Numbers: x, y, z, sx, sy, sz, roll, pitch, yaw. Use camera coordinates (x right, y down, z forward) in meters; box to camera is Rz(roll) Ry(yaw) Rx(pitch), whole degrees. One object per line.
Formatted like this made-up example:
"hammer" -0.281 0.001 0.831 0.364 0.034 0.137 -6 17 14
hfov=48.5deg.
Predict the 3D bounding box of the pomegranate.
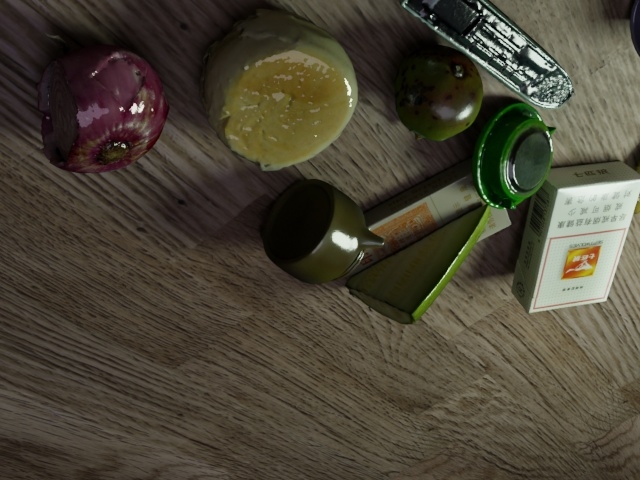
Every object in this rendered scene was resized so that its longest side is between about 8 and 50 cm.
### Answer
"pomegranate" 0.196 -0.244 1.231 0.159 0.159 0.205 -9 160 -10

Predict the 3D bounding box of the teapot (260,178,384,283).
"teapot" 0.000 0.000 1.372 0.267 0.186 0.175 -4 151 42

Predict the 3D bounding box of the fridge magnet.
"fridge magnet" 0.372 -0.160 1.367 0.208 0.088 0.208 -13 112 -34

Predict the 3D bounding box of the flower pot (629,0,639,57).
"flower pot" 0.714 -0.389 1.197 0.243 0.265 0.265 -17 137 -18

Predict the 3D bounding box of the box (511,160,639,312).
"box" 0.562 -0.003 1.581 0.210 0.095 0.331 -7 123 -12

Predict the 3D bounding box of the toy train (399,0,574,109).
"toy train" 0.286 -0.341 1.196 0.406 0.088 0.086 25 123 -36

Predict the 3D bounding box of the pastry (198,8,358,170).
"pastry" -0.069 -0.240 1.141 0.264 0.133 0.265 -9 135 -9

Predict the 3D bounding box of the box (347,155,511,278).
"box" 0.209 -0.023 1.506 0.365 0.051 0.205 -28 136 8

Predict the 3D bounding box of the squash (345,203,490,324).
"squash" 0.219 0.040 1.513 0.289 0.203 0.111 -55 137 -14

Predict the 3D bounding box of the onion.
"onion" -0.322 -0.195 1.076 0.200 0.201 0.208 6 118 -24

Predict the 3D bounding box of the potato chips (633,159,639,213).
"potato chips" 0.757 -0.229 1.479 0.057 0.080 0.407 -3 134 -40
